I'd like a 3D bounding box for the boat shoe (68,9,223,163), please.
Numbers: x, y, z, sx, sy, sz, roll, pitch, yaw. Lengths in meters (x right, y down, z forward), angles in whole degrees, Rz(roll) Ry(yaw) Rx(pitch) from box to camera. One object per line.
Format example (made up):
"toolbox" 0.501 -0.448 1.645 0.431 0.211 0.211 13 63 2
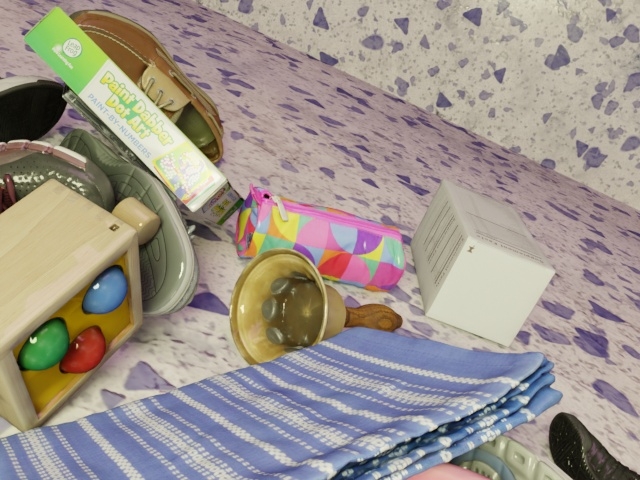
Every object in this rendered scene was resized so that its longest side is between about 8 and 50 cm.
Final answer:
"boat shoe" -0.249 -0.218 0.981 0.324 0.122 0.120 31 23 -54

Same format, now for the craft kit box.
"craft kit box" -0.200 -0.128 0.772 0.250 0.061 0.246 46 -5 1

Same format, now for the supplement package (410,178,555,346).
"supplement package" 0.232 0.025 0.987 0.139 0.134 0.244 21 23 -6

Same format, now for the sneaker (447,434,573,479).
"sneaker" 0.120 0.184 0.502 0.129 0.111 0.297 17 2 -37

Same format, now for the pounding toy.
"pounding toy" -0.186 0.045 0.522 0.094 0.181 0.206 30 51 13

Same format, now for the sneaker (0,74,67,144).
"sneaker" -0.472 -0.187 0.805 0.178 0.124 0.295 36 26 5

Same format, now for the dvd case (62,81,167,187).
"dvd case" -0.277 -0.149 0.874 0.164 0.018 0.221 46 -1 -27

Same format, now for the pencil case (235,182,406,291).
"pencil case" 0.000 0.000 0.869 0.236 0.104 0.104 15 25 -22

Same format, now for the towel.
"towel" -0.035 0.117 0.440 0.335 0.040 0.243 -11 7 -33

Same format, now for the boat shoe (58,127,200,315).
"boat shoe" -0.206 -0.023 0.709 0.103 0.118 0.320 30 5 -47

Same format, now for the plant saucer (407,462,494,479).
"plant saucer" -0.037 0.196 0.284 0.332 0.084 0.332 -7 6 1

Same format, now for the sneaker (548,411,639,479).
"sneaker" 0.310 0.257 0.677 0.089 0.051 0.170 16 29 -18

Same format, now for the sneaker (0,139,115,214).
"sneaker" -0.342 -0.021 0.580 0.281 0.107 0.162 6 30 8

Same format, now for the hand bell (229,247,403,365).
"hand bell" 0.025 0.085 0.739 0.126 0.126 0.242 40 16 34
